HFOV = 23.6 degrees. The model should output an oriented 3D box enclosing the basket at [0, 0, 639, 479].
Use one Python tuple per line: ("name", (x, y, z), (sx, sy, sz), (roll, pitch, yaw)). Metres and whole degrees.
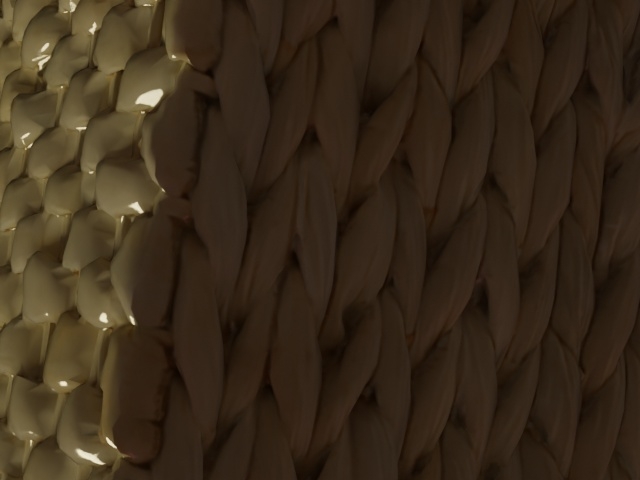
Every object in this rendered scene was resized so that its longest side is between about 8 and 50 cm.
("basket", (0.013, 0.029, 0.555), (0.267, 0.328, 0.331), (10, 176, -23))
